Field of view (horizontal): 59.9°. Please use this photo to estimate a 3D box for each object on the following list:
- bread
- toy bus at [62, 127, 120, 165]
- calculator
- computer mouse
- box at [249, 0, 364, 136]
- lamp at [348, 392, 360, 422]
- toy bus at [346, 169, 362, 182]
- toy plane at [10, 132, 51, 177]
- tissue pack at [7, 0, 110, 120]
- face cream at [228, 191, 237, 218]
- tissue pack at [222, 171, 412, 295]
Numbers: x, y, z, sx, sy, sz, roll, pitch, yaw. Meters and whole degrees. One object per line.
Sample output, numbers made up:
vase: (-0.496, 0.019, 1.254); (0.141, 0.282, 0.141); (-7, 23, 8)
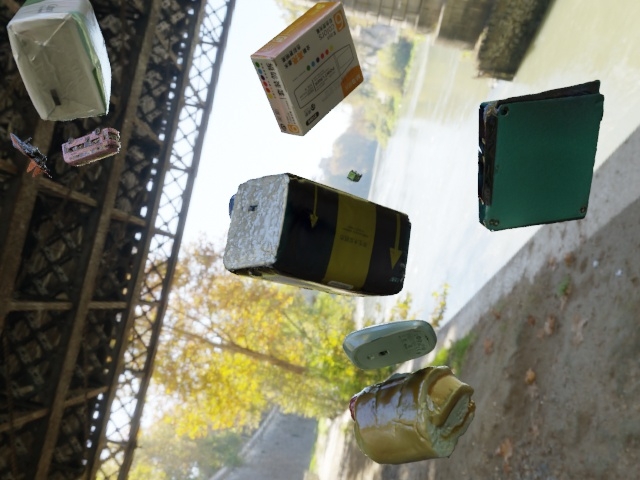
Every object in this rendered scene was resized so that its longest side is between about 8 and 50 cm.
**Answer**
bread: (0.236, 0.479, 1.563); (0.300, 0.210, 0.341); (-22, -5, -46)
toy bus: (-0.760, -0.310, 1.845); (0.063, 0.203, 0.090); (17, -120, -70)
calculator: (0.422, -0.158, 1.079); (0.058, 0.248, 0.274); (-121, 22, -64)
computer mouse: (0.209, 0.306, 1.710); (0.097, 0.288, 0.159); (-95, -19, -52)
box: (-0.023, -0.417, 1.343); (0.274, 0.091, 0.221); (-50, -43, -26)
lamp: (0.136, 0.530, 1.737); (0.092, 0.107, 0.107); (-36, 17, 25)
toy bus: (0.118, -0.220, 1.912); (0.037, 0.031, 0.083); (-61, -16, 12)
toy plane: (-0.875, -0.268, 1.669); (0.061, 0.189, 0.130); (-35, -20, -9)
tissue pack: (-0.689, -0.505, 1.504); (0.356, 0.193, 0.266); (-117, 17, -53)
face cream: (-0.216, -0.127, 2.105); (0.083, 0.263, 0.149); (34, 124, 46)
tissue pack: (0.000, 0.000, 1.422); (0.264, 0.416, 0.253); (-3, 76, 53)
